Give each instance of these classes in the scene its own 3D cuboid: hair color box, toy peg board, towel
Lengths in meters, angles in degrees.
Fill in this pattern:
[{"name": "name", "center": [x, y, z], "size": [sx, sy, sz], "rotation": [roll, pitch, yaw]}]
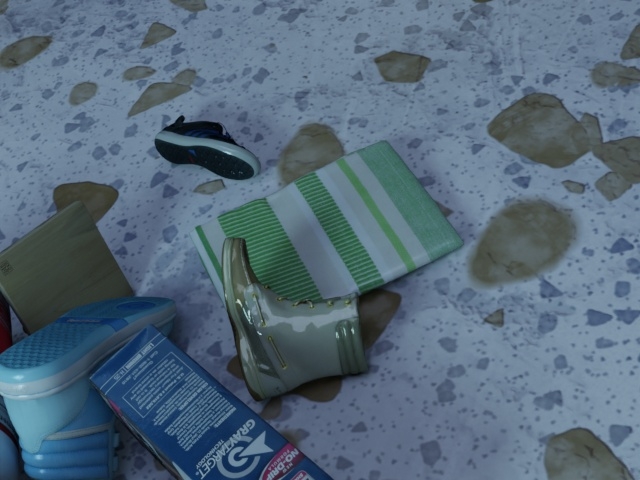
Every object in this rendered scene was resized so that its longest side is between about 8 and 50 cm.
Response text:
[{"name": "hair color box", "center": [-0.101, 0.255, 1.184], "size": [0.105, 0.174, 0.347], "rotation": [-44, 50, -17]}, {"name": "toy peg board", "center": [-0.376, 0.053, 1.462], "size": [0.079, 0.160, 0.161], "rotation": [2, 35, 48]}, {"name": "towel", "center": [0.000, 0.000, 1.460], "size": [0.325, 0.038, 0.248], "rotation": [-26, 49, -5]}]

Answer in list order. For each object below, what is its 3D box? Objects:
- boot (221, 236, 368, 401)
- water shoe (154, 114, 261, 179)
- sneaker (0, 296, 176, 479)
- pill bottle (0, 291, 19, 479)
[{"name": "boot", "center": [-0.033, 0.083, 1.332], "size": [0.165, 0.077, 0.213], "rotation": [-15, 80, 5]}, {"name": "water shoe", "center": [-0.168, -0.154, 1.626], "size": [0.203, 0.073, 0.080], "rotation": [17, 56, 30]}, {"name": "sneaker", "center": [-0.285, 0.199, 1.346], "size": [0.127, 0.208, 0.319], "rotation": [1, 15, 27]}, {"name": "pill bottle", "center": [-0.501, 0.226, 1.319], "size": [0.229, 0.229, 0.407], "rotation": [-21, 47, 2]}]
